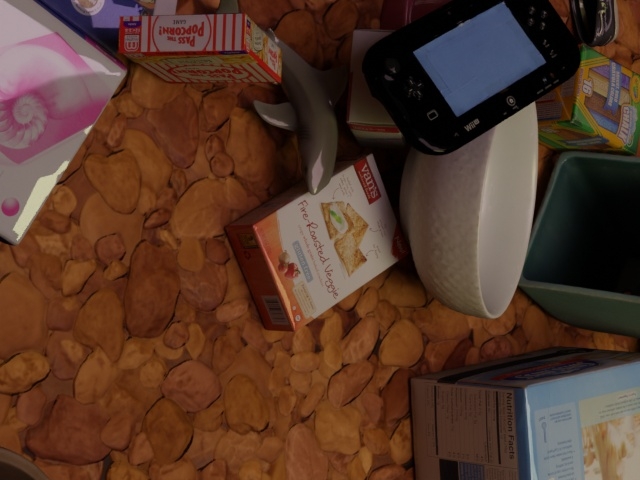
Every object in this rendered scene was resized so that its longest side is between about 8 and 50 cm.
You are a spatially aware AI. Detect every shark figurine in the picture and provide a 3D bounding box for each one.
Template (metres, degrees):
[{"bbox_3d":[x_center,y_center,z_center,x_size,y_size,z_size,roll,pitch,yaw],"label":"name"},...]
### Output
[{"bbox_3d":[-0.027,-0.217,1.715,0.278,0.116,0.166,56,43,-11],"label":"shark figurine"}]

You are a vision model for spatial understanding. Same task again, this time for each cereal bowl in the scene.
[{"bbox_3d":[0.202,-0.064,1.854,0.339,0.141,0.338,7,90,-69],"label":"cereal bowl"}]

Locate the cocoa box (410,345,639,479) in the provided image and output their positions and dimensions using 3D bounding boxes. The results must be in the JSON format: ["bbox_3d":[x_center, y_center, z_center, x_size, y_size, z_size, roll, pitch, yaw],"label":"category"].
[{"bbox_3d":[0.334,0.292,1.933,0.347,0.228,0.231,-5,92,-40],"label":"cocoa box"}]

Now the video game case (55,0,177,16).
[{"bbox_3d":[-0.265,-0.366,1.572,0.232,0.042,0.210,15,80,-39],"label":"video game case"}]

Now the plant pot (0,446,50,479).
[{"bbox_3d":[-0.336,0.344,1.368,0.263,0.229,0.263,3,86,-41],"label":"plant pot"}]

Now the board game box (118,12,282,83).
[{"bbox_3d":[-0.136,-0.223,1.551,0.193,0.147,0.045,18,73,-78],"label":"board game box"}]

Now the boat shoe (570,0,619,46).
[{"bbox_3d":[0.436,-0.414,2.145,0.065,0.075,0.206,-26,110,-41],"label":"boat shoe"}]

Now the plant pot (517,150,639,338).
[{"bbox_3d":[0.490,0.038,2.076,0.252,0.248,0.247,48,58,-47],"label":"plant pot"}]

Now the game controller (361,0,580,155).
[{"bbox_3d":[0.199,-0.228,1.695,0.319,0.067,0.166,-33,78,-31],"label":"game controller"}]

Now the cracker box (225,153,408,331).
[{"bbox_3d":[0.000,0.000,1.767,0.232,0.067,0.155,-34,110,-36],"label":"cracker box"}]

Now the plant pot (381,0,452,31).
[{"bbox_3d":[0.218,-0.307,1.888,0.201,0.180,0.201,3,86,-40],"label":"plant pot"}]

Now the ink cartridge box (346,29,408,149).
[{"bbox_3d":[0.082,-0.199,1.779,0.175,0.072,0.127,44,50,-81],"label":"ink cartridge box"}]

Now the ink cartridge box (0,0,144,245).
[{"bbox_3d":[-0.377,-0.215,1.426,0.324,0.071,0.330,37,77,-33],"label":"ink cartridge box"}]

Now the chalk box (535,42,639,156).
[{"bbox_3d":[0.423,-0.206,2.089,0.213,0.132,0.132,21,75,-37],"label":"chalk box"}]
